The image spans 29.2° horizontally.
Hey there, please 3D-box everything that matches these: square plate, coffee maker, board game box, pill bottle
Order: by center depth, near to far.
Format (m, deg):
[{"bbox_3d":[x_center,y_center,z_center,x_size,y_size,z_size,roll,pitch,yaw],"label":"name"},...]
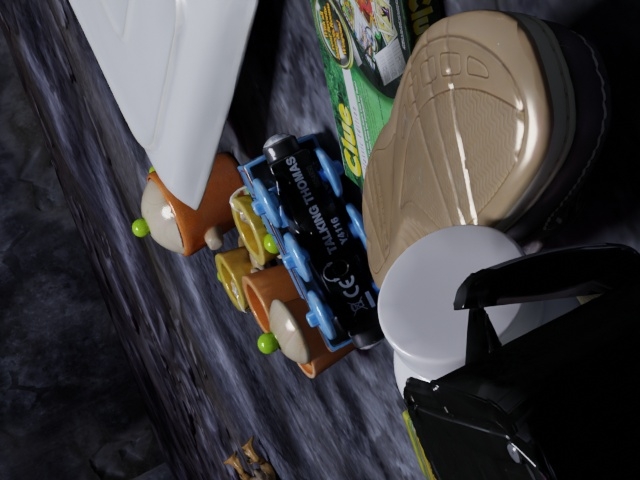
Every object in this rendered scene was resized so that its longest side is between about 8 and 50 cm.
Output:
[{"bbox_3d":[0.142,0.061,0.410,0.171,0.178,0.120,41,154,60],"label":"coffee maker"},{"bbox_3d":[0.086,0.064,0.548,0.087,0.087,0.160,49,177,44],"label":"pill bottle"},{"bbox_3d":[0.035,-0.120,0.761,0.136,0.030,0.259,44,154,47],"label":"board game box"},{"bbox_3d":[-0.168,-0.244,1.078,0.347,0.049,0.344,62,156,20],"label":"square plate"}]

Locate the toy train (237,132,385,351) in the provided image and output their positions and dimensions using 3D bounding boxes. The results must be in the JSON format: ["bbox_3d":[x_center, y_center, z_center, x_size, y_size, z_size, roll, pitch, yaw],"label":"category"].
[{"bbox_3d":[0.000,0.000,0.980,0.184,0.080,0.105,64,174,-7],"label":"toy train"}]

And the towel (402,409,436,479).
[{"bbox_3d":[0.135,0.238,0.970,0.237,0.021,0.102,55,170,45],"label":"towel"}]

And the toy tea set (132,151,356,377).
[{"bbox_3d":[-0.087,0.029,1.208,0.336,0.124,0.200,28,141,65],"label":"toy tea set"}]

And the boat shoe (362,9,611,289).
[{"bbox_3d":[0.087,-0.038,0.605,0.285,0.092,0.103,121,141,-72],"label":"boat shoe"}]

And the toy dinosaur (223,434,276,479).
[{"bbox_3d":[-0.088,0.363,1.882,0.112,0.064,0.211,47,174,-3],"label":"toy dinosaur"}]

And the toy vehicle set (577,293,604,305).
[{"bbox_3d":[0.183,0.166,0.671,0.166,0.035,0.267,45,151,51],"label":"toy vehicle set"}]
